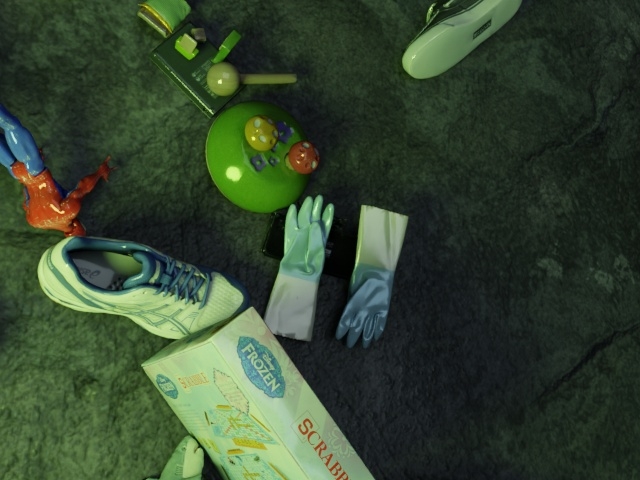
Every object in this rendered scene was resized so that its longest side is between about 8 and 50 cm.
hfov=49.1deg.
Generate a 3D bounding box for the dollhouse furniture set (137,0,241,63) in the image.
[{"bbox_3d":[-0.202,-0.338,1.084,0.151,0.058,0.076,39,63,-12],"label":"dollhouse furniture set"}]

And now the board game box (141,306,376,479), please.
[{"bbox_3d":[-0.073,0.250,0.872,0.066,0.318,0.318,-37,95,-31],"label":"board game box"}]

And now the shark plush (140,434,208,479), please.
[{"bbox_3d":[-0.218,0.343,0.945,0.161,0.073,0.067,-43,77,-8],"label":"shark plush"}]

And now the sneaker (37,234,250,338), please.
[{"bbox_3d":[-0.225,0.065,0.953,0.296,0.131,0.112,11,70,-25],"label":"sneaker"}]

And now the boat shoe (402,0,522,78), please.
[{"bbox_3d":[0.252,-0.418,1.340,0.301,0.108,0.102,-39,63,-17],"label":"boat shoe"}]

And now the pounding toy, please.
[{"bbox_3d":[-0.075,-0.167,1.084,0.183,0.110,0.237,-5,85,-32],"label":"pounding toy"}]

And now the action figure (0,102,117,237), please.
[{"bbox_3d":[-0.377,-0.126,0.929,0.139,0.091,0.280,-73,146,-51],"label":"action figure"}]

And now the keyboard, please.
[{"bbox_3d":[0.000,0.000,1.145,0.192,0.038,0.100,18,93,-22],"label":"keyboard"}]

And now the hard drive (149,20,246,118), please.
[{"bbox_3d":[-0.192,-0.274,1.119,0.135,0.022,0.094,45,62,-9],"label":"hard drive"}]

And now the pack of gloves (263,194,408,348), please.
[{"bbox_3d":[0.021,0.051,1.120,0.195,0.046,0.232,14,84,-11],"label":"pack of gloves"}]
